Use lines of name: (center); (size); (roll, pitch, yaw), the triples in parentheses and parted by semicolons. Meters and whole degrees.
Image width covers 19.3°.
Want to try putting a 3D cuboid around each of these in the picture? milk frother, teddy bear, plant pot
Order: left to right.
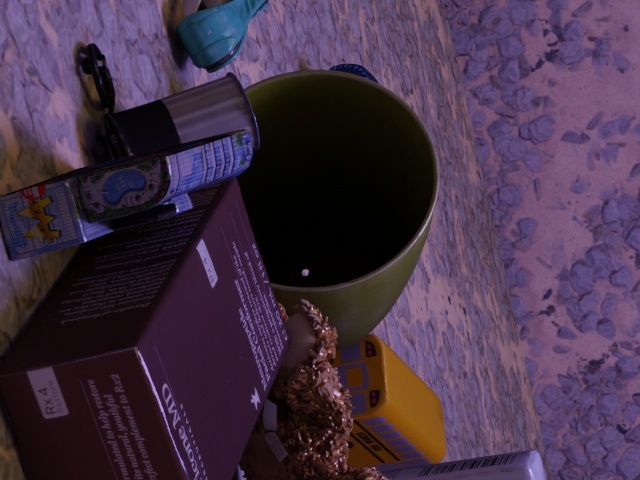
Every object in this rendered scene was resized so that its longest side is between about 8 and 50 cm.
milk frother: (-0.151, -0.138, 1.855); (0.129, 0.134, 0.143); (-144, -144, -65)
teddy bear: (-0.016, 0.217, 1.955); (0.113, 0.245, 0.338); (-15, 87, -39)
plant pot: (0.000, 0.000, 2.130); (0.293, 0.274, 0.275); (82, 4, -62)

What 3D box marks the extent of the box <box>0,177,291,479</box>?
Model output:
box: (-0.147, 0.104, 1.685); (0.381, 0.143, 0.191); (-65, 141, -63)

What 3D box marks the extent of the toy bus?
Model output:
toy bus: (0.069, 0.221, 2.376); (0.333, 0.130, 0.108); (47, 34, -62)

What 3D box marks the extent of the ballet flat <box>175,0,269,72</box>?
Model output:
ballet flat: (-0.116, -0.276, 2.207); (0.087, 0.083, 0.247); (58, 19, -16)

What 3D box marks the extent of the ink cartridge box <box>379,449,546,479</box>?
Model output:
ink cartridge box: (0.124, 0.442, 2.068); (0.091, 0.308, 0.385); (-21, 100, -74)

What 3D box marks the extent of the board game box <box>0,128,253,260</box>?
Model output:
board game box: (-0.183, -0.037, 1.646); (0.194, 0.194, 0.060); (-26, 103, -60)

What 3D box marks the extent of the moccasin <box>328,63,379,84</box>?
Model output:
moccasin: (0.051, -0.087, 2.548); (0.117, 0.137, 0.342); (29, 49, -64)
